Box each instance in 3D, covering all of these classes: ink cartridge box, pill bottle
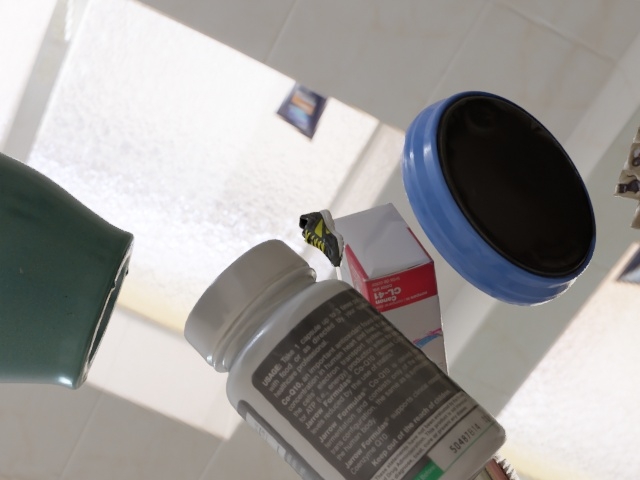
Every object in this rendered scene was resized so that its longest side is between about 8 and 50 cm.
[{"bbox_3d":[0.122,0.122,1.783,0.131,0.306,0.226,-15,-149,-10],"label":"ink cartridge box"},{"bbox_3d":[0.021,0.176,1.183,0.361,0.204,0.204,43,-148,16],"label":"pill bottle"}]

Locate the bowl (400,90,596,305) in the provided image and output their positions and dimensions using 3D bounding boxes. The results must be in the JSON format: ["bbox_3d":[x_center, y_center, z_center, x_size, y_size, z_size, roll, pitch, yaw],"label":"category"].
[{"bbox_3d":[0.311,-0.081,1.697,0.391,0.077,0.391,20,-127,-29],"label":"bowl"}]

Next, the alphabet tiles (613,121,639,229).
[{"bbox_3d":[0.721,-0.134,1.858,0.343,0.285,0.011,14,170,44],"label":"alphabet tiles"}]

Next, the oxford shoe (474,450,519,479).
[{"bbox_3d":[0.259,0.442,1.509,0.396,0.147,0.140,63,-168,20],"label":"oxford shoe"}]

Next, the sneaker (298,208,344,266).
[{"bbox_3d":[0.000,0.000,1.019,0.035,0.031,0.083,-5,-144,-15],"label":"sneaker"}]

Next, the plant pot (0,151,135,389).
[{"bbox_3d":[-0.347,0.036,1.086,0.255,0.271,0.271,20,-149,-7],"label":"plant pot"}]
